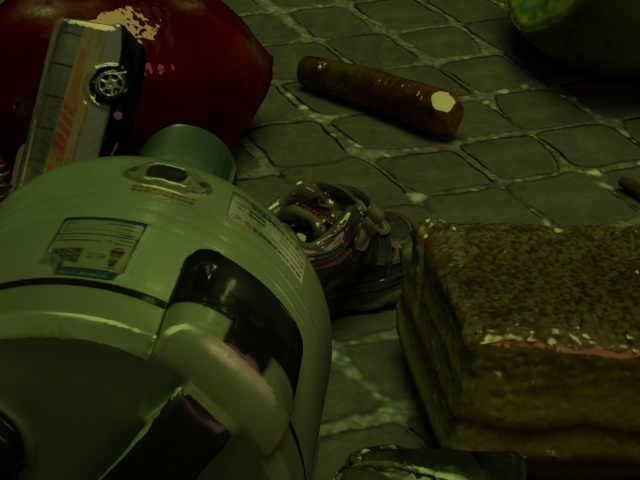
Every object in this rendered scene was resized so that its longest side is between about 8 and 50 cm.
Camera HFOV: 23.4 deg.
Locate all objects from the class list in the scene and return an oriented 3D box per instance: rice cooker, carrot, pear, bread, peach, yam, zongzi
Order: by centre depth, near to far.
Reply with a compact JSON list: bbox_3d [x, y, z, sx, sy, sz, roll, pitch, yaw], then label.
[{"bbox_3d":[-0.101,0.088,0.765,0.226,0.226,0.244,8,25,4],"label":"rice cooker"},{"bbox_3d":[0.058,0.162,0.829,0.109,0.055,0.119,4,40,2],"label":"zongzi"},{"bbox_3d":[0.175,0.068,0.965,0.234,0.111,0.184,2,26,-11],"label":"bread"},{"bbox_3d":[-0.145,-0.128,1.227,0.267,0.159,0.154,-5,36,-22],"label":"peach"},{"bbox_3d":[0.284,-0.028,1.251,0.014,0.014,0.107,-19,37,-37],"label":"yam"},{"bbox_3d":[0.050,-0.132,1.376,0.170,0.042,0.042,20,32,30],"label":"carrot"},{"bbox_3d":[0.313,-0.227,1.510,0.239,0.139,0.288,14,22,-16],"label":"pear"}]

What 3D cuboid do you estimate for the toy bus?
[{"bbox_3d":[-0.174,-0.071,1.096,0.072,0.172,0.057,11,-14,-1],"label":"toy bus"}]

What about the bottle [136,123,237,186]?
[{"bbox_3d":[-0.112,0.013,1.034,0.082,0.082,0.286,7,28,2],"label":"bottle"}]

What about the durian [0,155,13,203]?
[{"bbox_3d":[-0.289,-0.037,1.055,0.168,0.137,0.158,-10,10,0],"label":"durian"}]

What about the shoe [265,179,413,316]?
[{"bbox_3d":[0.000,0.000,1.067,0.180,0.092,0.089,-21,38,-40],"label":"shoe"}]
